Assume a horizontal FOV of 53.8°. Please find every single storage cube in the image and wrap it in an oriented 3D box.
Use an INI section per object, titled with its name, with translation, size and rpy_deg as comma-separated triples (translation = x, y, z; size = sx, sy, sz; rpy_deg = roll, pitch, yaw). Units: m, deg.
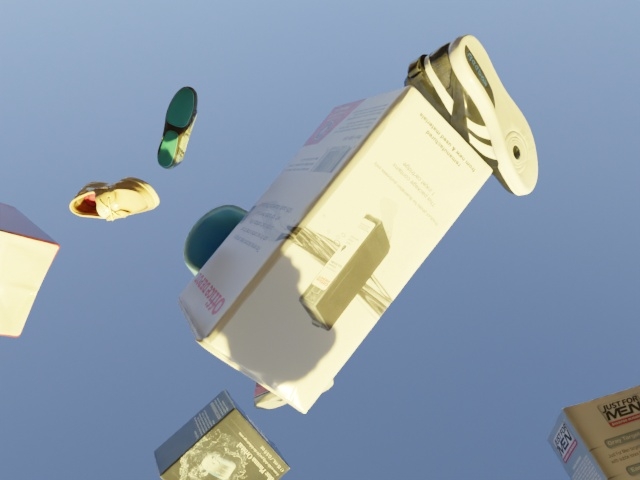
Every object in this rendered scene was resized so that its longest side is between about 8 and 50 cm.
[storage cube]
translation = -0.595, 0.032, 1.066
size = 0.193, 0.215, 0.183
rpy_deg = 28, -87, 38

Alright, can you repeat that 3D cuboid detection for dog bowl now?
[dog bowl]
translation = -0.123, 0.033, 1.070
size = 0.297, 0.074, 0.166
rpy_deg = 26, -104, 42

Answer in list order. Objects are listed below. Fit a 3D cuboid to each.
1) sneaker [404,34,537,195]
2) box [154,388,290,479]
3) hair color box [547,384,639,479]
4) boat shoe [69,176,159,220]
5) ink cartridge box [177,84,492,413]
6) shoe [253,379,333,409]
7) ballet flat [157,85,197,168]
[sneaker]
translation = 0.186, -0.148, 0.812
size = 0.121, 0.217, 0.079
rpy_deg = -10, -152, 49
[box]
translation = -0.164, 0.368, 1.055
size = 0.158, 0.156, 0.093
rpy_deg = -41, -161, -11
[hair color box]
translation = 0.532, 0.413, 0.949
size = 0.185, 0.113, 0.374
rpy_deg = -13, -132, -11
[boat shoe]
translation = -0.316, -0.056, 0.959
size = 0.170, 0.063, 0.059
rpy_deg = -1, -143, 37
[ink cartridge box]
translation = 0.000, 0.000, 0.605
size = 0.273, 0.114, 0.197
rpy_deg = -50, -162, -7
[shoe]
translation = -0.052, 0.226, 1.066
size = 0.063, 0.178, 0.081
rpy_deg = 18, -125, -40
[ballet flat]
translation = -0.313, -0.250, 1.403
size = 0.070, 0.188, 0.070
rpy_deg = 23, -169, -5
